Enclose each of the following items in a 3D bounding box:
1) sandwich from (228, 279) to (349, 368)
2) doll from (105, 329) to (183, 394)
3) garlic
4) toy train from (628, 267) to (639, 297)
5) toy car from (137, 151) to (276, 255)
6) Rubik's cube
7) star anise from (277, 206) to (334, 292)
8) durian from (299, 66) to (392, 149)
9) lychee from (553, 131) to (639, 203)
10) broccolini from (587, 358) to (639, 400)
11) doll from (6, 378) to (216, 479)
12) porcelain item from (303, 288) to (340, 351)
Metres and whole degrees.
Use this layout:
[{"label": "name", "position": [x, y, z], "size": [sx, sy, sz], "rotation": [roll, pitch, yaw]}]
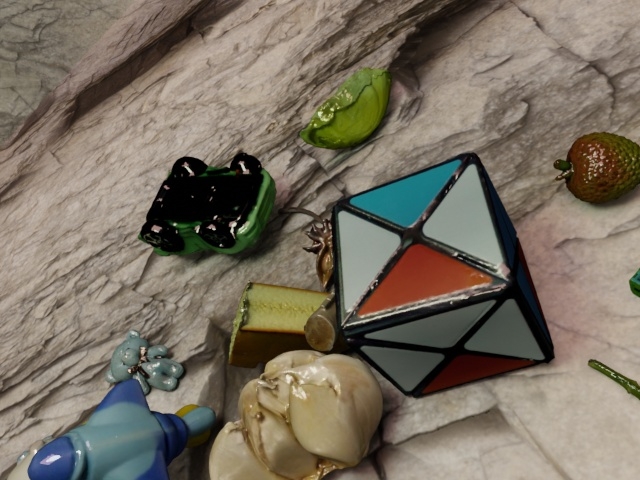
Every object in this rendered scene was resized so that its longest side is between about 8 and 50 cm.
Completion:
[{"label": "sandwich", "position": [-0.037, 0.154, 1.037], "size": [0.235, 0.128, 0.122], "rotation": [9, 51, -14]}, {"label": "doll", "position": [-0.364, 0.252, 1.193], "size": [0.179, 0.075, 0.120], "rotation": [10, 66, 37]}, {"label": "garlic", "position": [-0.044, 0.267, 0.899], "size": [0.281, 0.203, 0.185], "rotation": [-31, 27, 13]}, {"label": "toy train", "position": [0.528, -0.001, 0.847], "size": [0.209, 0.044, 0.042], "rotation": [-45, 44, -6]}, {"label": "toy car", "position": [-0.255, -0.061, 1.307], "size": [0.358, 0.176, 0.214], "rotation": [0, 58, 28]}, {"label": "Rubik's cube", "position": [0.177, 0.061, 0.880], "size": [0.249, 0.248, 0.247], "rotation": [-20, 47, 20]}, {"label": "star anise", "position": [0.000, 0.000, 1.201], "size": [0.227, 0.218, 0.148], "rotation": [-76, 7, -80]}, {"label": "durian", "position": [0.063, -0.283, 1.293], "size": [0.250, 0.139, 0.101], "rotation": [-44, 40, -6]}, {"label": "lychee", "position": [0.446, -0.117, 0.940], "size": [0.146, 0.114, 0.114], "rotation": [-7, 50, 1]}, {"label": "broccolini", "position": [0.435, 0.221, 0.747], "size": [0.044, 0.042, 0.218], "rotation": [-25, 35, -25]}, {"label": "doll", "position": [-0.370, 0.353, 0.953], "size": [0.365, 0.187, 0.376], "rotation": [-24, 6, 3]}, {"label": "porcelain item", "position": [0.043, 0.093, 0.984], "size": [0.054, 0.084, 0.213], "rotation": [20, 38, 17]}]
